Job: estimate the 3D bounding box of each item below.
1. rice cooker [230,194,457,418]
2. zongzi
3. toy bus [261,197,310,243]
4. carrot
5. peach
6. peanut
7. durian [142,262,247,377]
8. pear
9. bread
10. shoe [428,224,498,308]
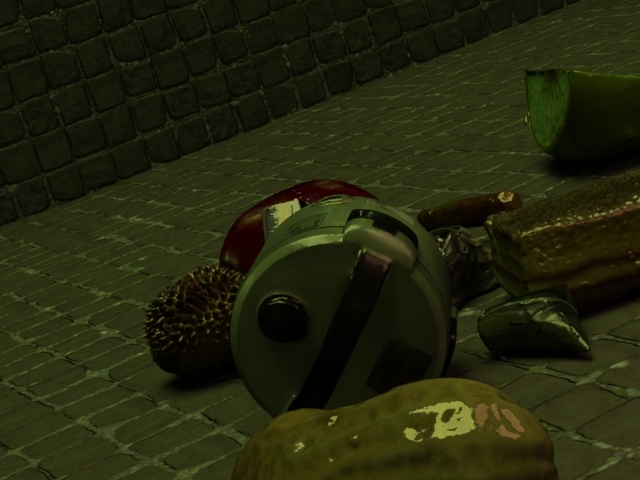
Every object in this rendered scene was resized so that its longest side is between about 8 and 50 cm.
[{"bbox_3d":[0.028,0.074,1.534,0.226,0.226,0.244,-15,10,12],"label":"rice cooker"},{"bbox_3d":[0.211,0.096,1.560,0.109,0.055,0.119,-19,23,8],"label":"zongzi"},{"bbox_3d":[-0.032,0.034,1.901,0.072,0.172,0.057,-11,-29,8],"label":"toy bus"},{"bbox_3d":[0.207,-0.039,2.166,0.170,0.042,0.042,-11,14,39],"label":"carrot"},{"bbox_3d":[0.000,0.002,2.040,0.267,0.159,0.154,-20,18,-17],"label":"peach"},{"bbox_3d":[0.045,0.187,1.232,0.305,0.147,0.147,-16,12,31],"label":"peanut"},{"bbox_3d":[-0.134,0.098,1.863,0.168,0.137,0.158,-31,-7,2],"label":"durian"},{"bbox_3d":[0.443,-0.192,2.297,0.239,0.139,0.288,-4,7,-7],"label":"pear"},{"bbox_3d":[0.313,-0.001,1.705,0.234,0.111,0.184,-17,9,-5],"label":"bread"},{"bbox_3d":[0.148,0.027,1.838,0.180,0.092,0.089,-28,16,-39],"label":"shoe"}]
